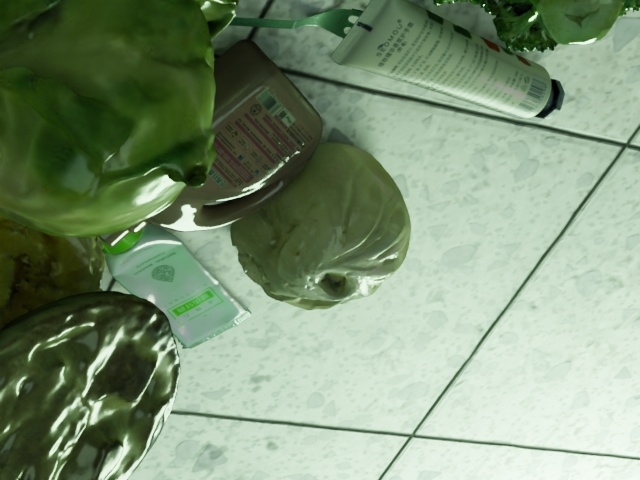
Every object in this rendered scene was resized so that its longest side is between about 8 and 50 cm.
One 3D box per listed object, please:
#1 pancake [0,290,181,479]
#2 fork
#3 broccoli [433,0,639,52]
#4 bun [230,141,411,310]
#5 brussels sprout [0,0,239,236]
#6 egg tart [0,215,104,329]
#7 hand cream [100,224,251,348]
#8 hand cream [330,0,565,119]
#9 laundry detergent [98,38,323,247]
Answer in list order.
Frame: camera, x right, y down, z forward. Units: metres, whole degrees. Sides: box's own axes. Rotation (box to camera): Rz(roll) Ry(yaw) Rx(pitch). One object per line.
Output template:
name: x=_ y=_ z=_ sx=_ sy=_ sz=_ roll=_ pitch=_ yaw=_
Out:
pancake: x=-0.253 y=0.173 z=1.829 sx=0.294 sy=0.049 sz=0.294 roll=-26 pitch=128 yaw=-38
fork: x=-0.042 y=-0.212 z=1.783 sx=0.235 sy=0.021 sz=0.039 roll=3 pitch=129 yaw=-24
broccoli: x=0.216 y=-0.263 z=1.656 sx=0.269 sy=0.269 sz=0.254 roll=-1 pitch=129 yaw=-23
bun: x=0.000 y=0.000 z=1.946 sx=0.193 sy=0.128 sz=0.178 roll=-30 pitch=140 yaw=12
brussels sprout: x=-0.204 y=-0.138 z=1.611 sx=0.294 sy=0.259 sz=0.227 roll=-14 pitch=171 yaw=1
egg tart: x=-0.342 y=0.042 z=1.789 sx=0.288 sy=0.118 sz=0.288 roll=-27 pitch=129 yaw=-38
hand cream: x=-0.166 y=0.040 z=1.984 sx=0.079 sy=0.050 sz=0.275 roll=-6 pitch=149 yaw=23
hand cream: x=0.136 y=-0.177 z=1.861 sx=0.276 sy=0.059 sz=0.095 roll=17 pitch=121 yaw=-39
laundry detergent: x=-0.109 y=-0.068 z=1.824 sx=0.237 sy=0.076 sz=0.171 roll=-44 pitch=140 yaw=2
